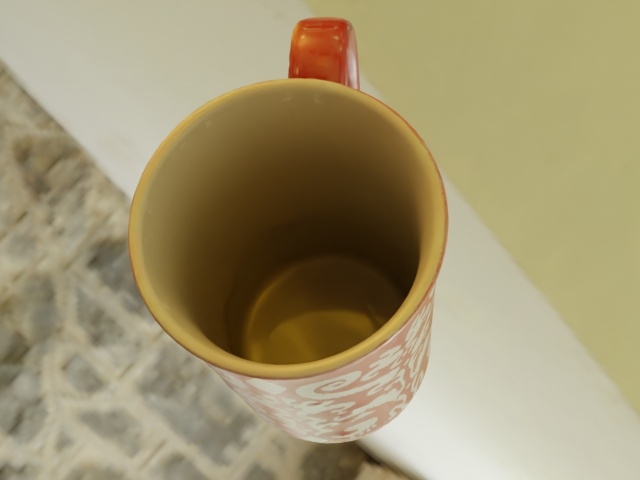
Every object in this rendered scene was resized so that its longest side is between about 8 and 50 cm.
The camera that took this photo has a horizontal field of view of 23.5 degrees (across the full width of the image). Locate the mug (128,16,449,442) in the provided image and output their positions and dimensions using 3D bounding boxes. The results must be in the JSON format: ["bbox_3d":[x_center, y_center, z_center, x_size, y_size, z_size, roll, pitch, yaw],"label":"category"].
[{"bbox_3d":[0.007,0.007,0.623,0.113,0.150,0.169,31,-13,15],"label":"mug"}]
